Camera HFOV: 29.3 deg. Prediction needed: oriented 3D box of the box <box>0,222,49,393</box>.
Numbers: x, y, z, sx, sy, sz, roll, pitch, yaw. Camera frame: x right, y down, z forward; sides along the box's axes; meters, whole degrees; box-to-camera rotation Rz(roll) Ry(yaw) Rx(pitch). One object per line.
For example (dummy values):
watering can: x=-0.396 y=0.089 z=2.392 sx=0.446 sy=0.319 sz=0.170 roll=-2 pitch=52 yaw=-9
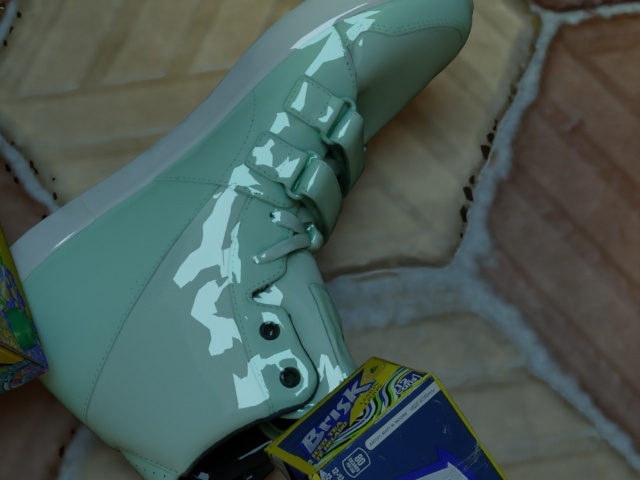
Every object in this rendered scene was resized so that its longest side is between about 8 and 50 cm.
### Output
box: x=-0.300 y=-0.039 z=0.459 sx=0.279 sy=0.177 sz=0.290 roll=-24 pitch=69 yaw=3

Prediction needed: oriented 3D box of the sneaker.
sneaker: x=0.000 y=0.000 z=0.523 sx=0.256 sy=0.094 sz=0.151 roll=-41 pitch=67 yaw=-6

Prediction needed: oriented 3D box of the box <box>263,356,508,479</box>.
box: x=0.054 y=0.126 z=0.452 sx=0.059 sy=0.054 sz=0.169 roll=-39 pitch=105 yaw=-16
